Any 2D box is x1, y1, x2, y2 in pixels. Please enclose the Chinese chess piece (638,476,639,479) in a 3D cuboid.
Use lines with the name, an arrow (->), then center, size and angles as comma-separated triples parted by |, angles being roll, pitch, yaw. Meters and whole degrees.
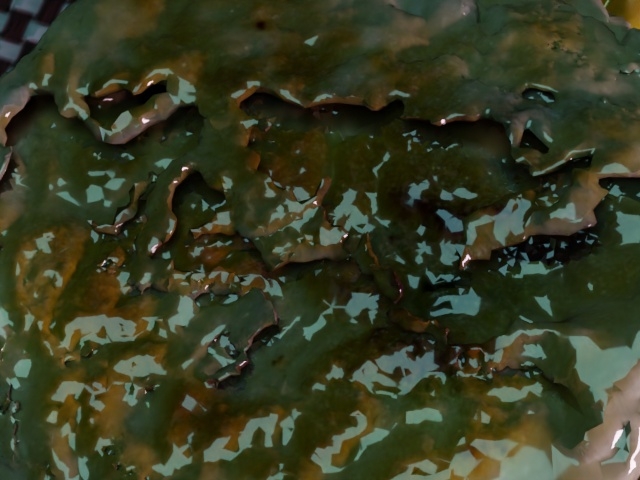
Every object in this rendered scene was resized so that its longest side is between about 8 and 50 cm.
Chinese chess piece -> 0.185, 0.093, 0.656 | 0.084, 0.034, 0.084 | -3, 71, 9

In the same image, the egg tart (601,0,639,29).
egg tart -> 0.097, -0.133, 0.707 | 0.288, 0.118, 0.288 | -2, 76, 8

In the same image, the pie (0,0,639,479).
pie -> 0.000, 0.000, 0.563 | 0.339, 0.077, 0.339 | -2, 64, 5
